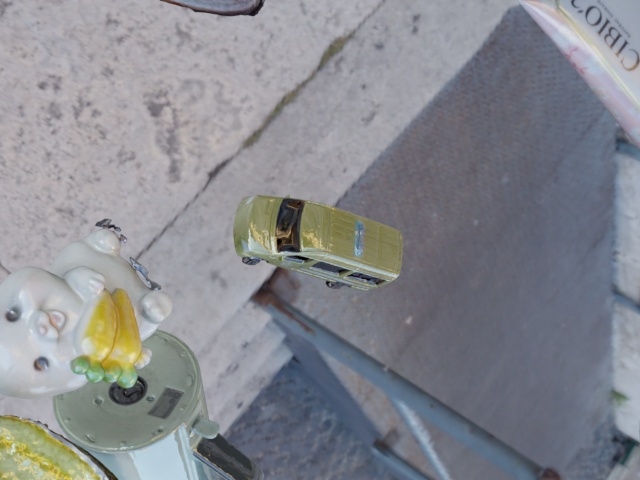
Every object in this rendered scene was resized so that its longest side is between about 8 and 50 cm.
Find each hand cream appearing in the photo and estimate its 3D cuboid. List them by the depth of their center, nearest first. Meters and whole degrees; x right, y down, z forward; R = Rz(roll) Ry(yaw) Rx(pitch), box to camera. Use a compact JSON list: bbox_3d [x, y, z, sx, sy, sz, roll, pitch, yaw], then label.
[{"bbox_3d":[0.163,-0.064,0.428,0.210,0.043,0.067,44,72,-24],"label":"hand cream"}]

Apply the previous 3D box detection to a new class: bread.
[{"bbox_3d":[-0.324,0.316,1.060,0.185,0.257,0.124,-64,-172,-21],"label":"bread"}]

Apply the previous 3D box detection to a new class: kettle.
[{"bbox_3d":[-0.267,0.382,1.682,0.376,0.361,0.250,86,24,-48],"label":"kettle"}]

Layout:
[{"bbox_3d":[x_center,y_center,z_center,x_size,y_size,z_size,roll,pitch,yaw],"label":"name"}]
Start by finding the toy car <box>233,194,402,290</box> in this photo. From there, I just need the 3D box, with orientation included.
[{"bbox_3d":[0.000,0.000,1.381,0.257,0.124,0.101,18,68,-36],"label":"toy car"}]

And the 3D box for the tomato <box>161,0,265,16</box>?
[{"bbox_3d":[-0.097,-0.269,0.635,0.214,0.181,0.155,76,38,-76],"label":"tomato"}]

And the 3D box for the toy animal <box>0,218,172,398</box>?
[{"bbox_3d":[-0.353,0.107,1.209,0.310,0.247,0.182,-38,117,-52],"label":"toy animal"}]
